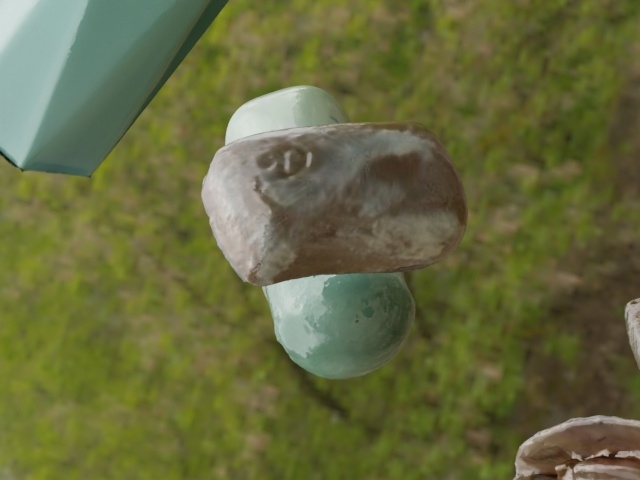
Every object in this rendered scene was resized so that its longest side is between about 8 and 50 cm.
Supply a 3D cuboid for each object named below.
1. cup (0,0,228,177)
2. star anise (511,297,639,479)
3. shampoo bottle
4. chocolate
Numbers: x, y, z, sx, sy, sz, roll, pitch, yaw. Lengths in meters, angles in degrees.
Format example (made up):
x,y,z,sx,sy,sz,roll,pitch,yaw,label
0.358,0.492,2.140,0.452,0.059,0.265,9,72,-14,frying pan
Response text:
x,y,z,sx,sy,sz,roll,pitch,yaw,label
-0.130,-0.154,1.172,0.236,0.134,0.148,-55,-11,25,cup
0.250,0.152,1.005,0.108,0.315,0.315,63,-139,-65,star anise
0.000,0.000,2.014,0.349,0.151,0.222,-107,3,-48,shampoo bottle
0.022,-0.051,1.737,0.157,0.254,0.080,66,149,29,chocolate
